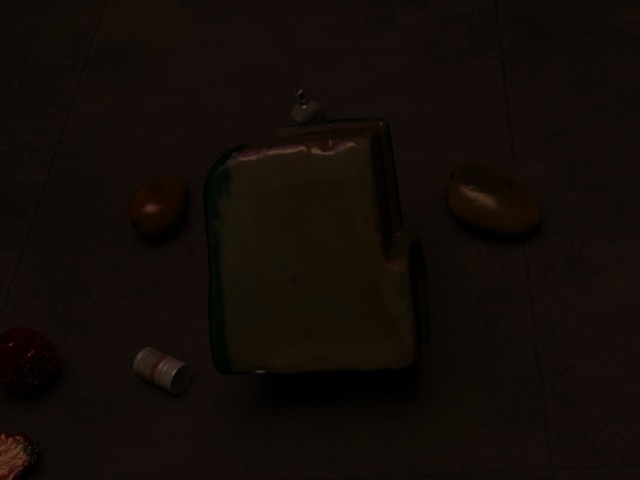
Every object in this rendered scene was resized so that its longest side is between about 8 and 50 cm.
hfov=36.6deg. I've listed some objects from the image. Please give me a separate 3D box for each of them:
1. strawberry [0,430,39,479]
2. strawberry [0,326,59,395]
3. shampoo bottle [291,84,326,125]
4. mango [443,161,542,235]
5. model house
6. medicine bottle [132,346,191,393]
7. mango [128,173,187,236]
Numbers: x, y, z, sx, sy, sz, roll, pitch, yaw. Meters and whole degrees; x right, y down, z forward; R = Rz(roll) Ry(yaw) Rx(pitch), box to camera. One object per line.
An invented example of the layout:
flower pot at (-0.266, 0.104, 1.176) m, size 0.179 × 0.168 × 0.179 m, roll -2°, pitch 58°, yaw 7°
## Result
strawberry at (-0.538, 0.373, 1.610) m, size 0.152 × 0.048 × 0.103 m, roll -20°, pitch 56°, yaw -13°
strawberry at (-0.533, 0.202, 1.697) m, size 0.131 × 0.148 × 0.131 m, roll -7°, pitch 46°, yaw 8°
shampoo bottle at (-0.027, -0.259, 1.989) m, size 0.077 × 0.151 × 0.045 m, roll -33°, pitch 48°, yaw -17°
mango at (0.316, -0.075, 1.782) m, size 0.195 × 0.098 × 0.137 m, roll 22°, pitch 53°, yaw 23°
model house at (0.000, 0.000, 1.619) m, size 0.335 × 0.381 × 0.342 m, roll -4°, pitch 13°, yaw 10°
medicine bottle at (-0.275, 0.224, 1.678) m, size 0.089 × 0.057 × 0.057 m, roll 21°, pitch 56°, yaw 28°
mango at (-0.325, -0.073, 1.941) m, size 0.111 × 0.089 × 0.163 m, roll 0°, pitch 38°, yaw -2°
